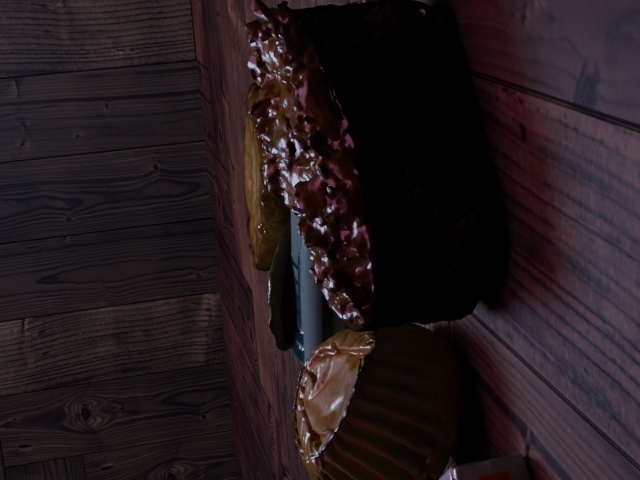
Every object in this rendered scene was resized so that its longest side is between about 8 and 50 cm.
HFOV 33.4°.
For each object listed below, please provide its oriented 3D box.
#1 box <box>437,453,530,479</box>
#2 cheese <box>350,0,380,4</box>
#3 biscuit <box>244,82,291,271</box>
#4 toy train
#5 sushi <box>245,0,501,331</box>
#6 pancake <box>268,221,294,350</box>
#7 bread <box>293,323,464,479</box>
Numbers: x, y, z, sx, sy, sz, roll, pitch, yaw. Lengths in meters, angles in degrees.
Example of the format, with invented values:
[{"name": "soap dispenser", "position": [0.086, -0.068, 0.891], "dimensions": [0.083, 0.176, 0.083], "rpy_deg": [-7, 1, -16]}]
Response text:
[{"name": "box", "position": [0.151, 0.317, 1.074], "dimensions": [0.269, 0.079, 0.135], "rpy_deg": [106, 153, -62]}, {"name": "cheese", "position": [0.052, -0.265, 1.284], "dimensions": [0.084, 0.041, 0.060], "rpy_deg": [2, 107, 63]}, {"name": "biscuit", "position": [-0.075, -0.110, 1.814], "dimensions": [0.326, 0.107, 0.326], "rpy_deg": [179, 90, -79]}, {"name": "toy train", "position": [0.000, 0.000, 1.582], "dimensions": [0.086, 0.088, 0.407], "rpy_deg": [-119, 25, -58]}, {"name": "sushi", "position": [0.043, -0.069, 1.066], "dimensions": [0.234, 0.207, 0.349], "rpy_deg": [119, 140, -60]}, {"name": "pancake", "position": [-0.040, 0.072, 1.699], "dimensions": [0.235, 0.029, 0.212], "rpy_deg": [-13, -69, -72]}, {"name": "bread", "position": [0.054, 0.192, 1.178], "dimensions": [0.240, 0.139, 0.240], "rpy_deg": [-54, 21, 32]}]
